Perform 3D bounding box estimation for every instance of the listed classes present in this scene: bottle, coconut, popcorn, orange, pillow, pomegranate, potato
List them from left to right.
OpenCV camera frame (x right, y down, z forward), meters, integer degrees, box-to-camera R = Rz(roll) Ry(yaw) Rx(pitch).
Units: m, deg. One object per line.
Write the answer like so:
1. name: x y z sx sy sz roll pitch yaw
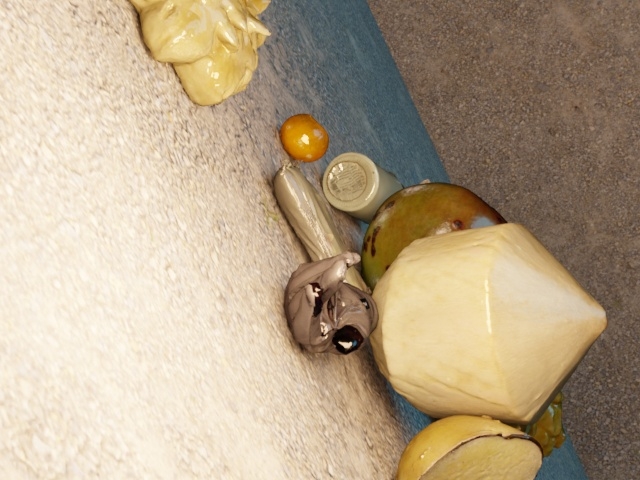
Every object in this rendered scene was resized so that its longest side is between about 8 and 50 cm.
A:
1. orange: -0.026 -0.162 1.779 0.083 0.070 0.083 51 3 -4
2. pillow: 0.000 0.000 1.603 0.255 0.059 0.169 62 10 -4
3. bottle: 0.086 -0.085 1.995 0.104 0.104 0.245 67 14 14
4. pomegranate: 0.175 0.069 1.845 0.291 0.323 0.291 36 -3 2
5. potato: 0.178 0.293 1.480 0.182 0.202 0.117 43 7 -39
6. coconut: 0.237 0.115 1.549 0.328 0.329 0.328 58 14 -24
7. popcorn: 0.399 0.336 2.259 0.250 0.190 0.250 -25 90 -89

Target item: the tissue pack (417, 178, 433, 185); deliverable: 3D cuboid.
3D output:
1. tissue pack: 0.246 0.018 2.376 0.185 0.124 0.225 49 19 -41

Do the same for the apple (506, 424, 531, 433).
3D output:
1. apple: 0.314 0.287 2.007 0.254 0.179 0.346 68 16 4

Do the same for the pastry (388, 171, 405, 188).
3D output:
1. pastry: 0.152 -0.065 2.265 0.153 0.081 0.153 51 10 -13

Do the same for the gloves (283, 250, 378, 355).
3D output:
1. gloves: 0.018 0.089 1.385 0.142 0.119 0.285 56 -4 17

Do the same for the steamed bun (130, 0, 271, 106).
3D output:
1. steamed bun: -0.157 -0.317 1.432 0.295 0.137 0.292 62 16 -19
